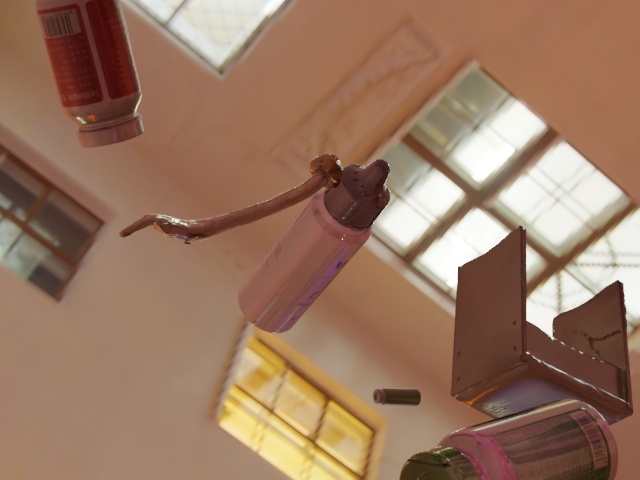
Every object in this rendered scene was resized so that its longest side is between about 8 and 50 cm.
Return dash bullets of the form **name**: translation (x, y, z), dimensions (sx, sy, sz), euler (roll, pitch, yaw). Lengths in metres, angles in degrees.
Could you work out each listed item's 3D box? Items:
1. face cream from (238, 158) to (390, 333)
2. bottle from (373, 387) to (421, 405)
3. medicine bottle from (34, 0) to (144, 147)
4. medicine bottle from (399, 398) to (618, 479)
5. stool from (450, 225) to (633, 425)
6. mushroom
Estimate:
- **face cream**: translation (0.000, 0.000, 1.635), dimensions (0.311, 0.092, 0.092), euler (-52, -169, 41)
- **bottle**: translation (0.133, 0.273, 2.248), dimensions (0.030, 0.083, 0.030), euler (-20, -112, 62)
- **medicine bottle**: translation (-0.358, -0.280, 2.027), dimensions (0.131, 0.250, 0.131), euler (-11, -164, 3)
- **medicine bottle**: translation (0.225, 0.278, 1.550), dimensions (0.274, 0.133, 0.133), euler (-7, 160, -40)
- **stool**: translation (0.362, 0.163, 2.116), dimensions (0.170, 0.244, 0.269), euler (-36, -144, 42)
- **mushroom**: translation (-0.092, -0.032, 1.321), dimensions (0.306, 0.043, 0.068), euler (-22, 133, -40)
